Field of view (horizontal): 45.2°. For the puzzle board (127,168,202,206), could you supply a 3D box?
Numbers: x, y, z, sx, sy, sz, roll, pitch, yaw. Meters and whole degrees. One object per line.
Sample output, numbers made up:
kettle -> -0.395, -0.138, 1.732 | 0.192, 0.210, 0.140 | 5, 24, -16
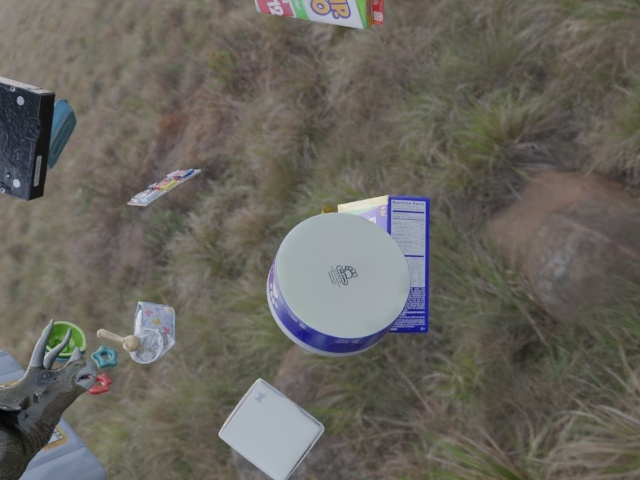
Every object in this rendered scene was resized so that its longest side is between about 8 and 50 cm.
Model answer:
puzzle board -> -0.236, -0.081, 1.151 | 0.096, 0.011, 0.128 | -35, 16, -19

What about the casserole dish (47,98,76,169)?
casserole dish -> -0.619, -0.241, 1.794 | 0.114, 0.037, 0.188 | 115, 177, -71

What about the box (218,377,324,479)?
box -> -0.095, 0.344, 1.427 | 0.121, 0.148, 0.311 | -52, -4, -11

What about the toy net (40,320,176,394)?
toy net -> -0.331, 0.181, 1.250 | 0.122, 0.232, 0.045 | 55, 133, 32

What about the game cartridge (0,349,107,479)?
game cartridge -> -0.468, 0.281, 1.095 | 0.297, 0.198, 0.062 | 39, 115, 25

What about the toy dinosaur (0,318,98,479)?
toy dinosaur -> -0.339, 0.203, 0.669 | 0.160, 0.314, 0.121 | 58, 139, 16

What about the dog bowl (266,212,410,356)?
dog bowl -> 0.035, 0.083, 1.476 | 0.104, 0.265, 0.264 | 114, 169, -62

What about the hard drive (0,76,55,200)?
hard drive -> -0.736, -0.243, 1.642 | 0.064, 0.339, 0.236 | -42, -33, -69

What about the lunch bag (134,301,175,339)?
lunch bag -> -0.317, 0.160, 1.473 | 0.053, 0.071, 0.083 | -43, 44, 46

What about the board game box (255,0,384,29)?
board game box -> -0.008, -0.463, 1.407 | 0.259, 0.124, 0.039 | 14, 46, 21

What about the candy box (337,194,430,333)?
candy box -> 0.146, 0.058, 1.852 | 0.268, 0.122, 0.317 | 172, 100, -66

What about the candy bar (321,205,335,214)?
candy bar -> 0.000, 0.000, 1.726 | 0.018, 0.040, 0.161 | 20, 100, 37
